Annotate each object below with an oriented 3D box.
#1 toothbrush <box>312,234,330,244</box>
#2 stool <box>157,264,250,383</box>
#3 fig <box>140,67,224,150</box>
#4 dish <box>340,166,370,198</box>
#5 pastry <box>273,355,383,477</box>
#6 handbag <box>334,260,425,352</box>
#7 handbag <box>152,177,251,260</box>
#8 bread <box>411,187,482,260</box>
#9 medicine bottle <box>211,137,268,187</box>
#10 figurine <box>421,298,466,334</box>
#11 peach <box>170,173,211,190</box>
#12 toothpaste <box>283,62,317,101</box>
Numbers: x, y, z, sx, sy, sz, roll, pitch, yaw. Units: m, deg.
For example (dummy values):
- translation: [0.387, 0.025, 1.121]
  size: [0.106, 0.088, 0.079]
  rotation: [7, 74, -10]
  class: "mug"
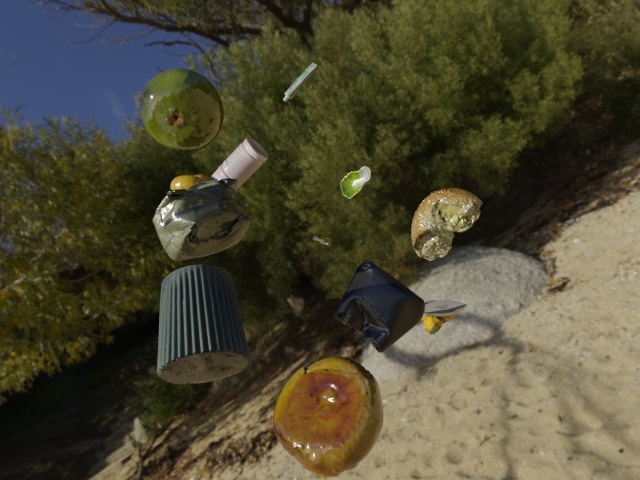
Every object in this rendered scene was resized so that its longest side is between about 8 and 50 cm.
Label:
- translation: [0.000, 0.000, 1.927]
  size: [0.022, 0.026, 0.263]
  rotation: [-66, -16, 0]
  class: "toothbrush"
- translation: [-0.408, 0.281, 1.507]
  size: [0.298, 0.329, 0.297]
  rotation: [-11, -32, -7]
  class: "stool"
- translation: [-0.504, -0.486, 1.627]
  size: [0.316, 0.316, 0.316]
  rotation: [-32, -9, -5]
  class: "fig"
- translation: [0.139, -0.213, 1.610]
  size: [0.137, 0.091, 0.039]
  rotation: [-37, -31, 27]
  class: "dish"
- translation: [0.023, 0.503, 1.286]
  size: [0.356, 0.163, 0.356]
  rotation: [-17, 35, 13]
  class: "pastry"
- translation: [0.239, 0.289, 1.856]
  size: [0.288, 0.342, 0.152]
  rotation: [-49, -15, -15]
  class: "handbag"
- translation: [-0.425, -0.086, 1.634]
  size: [0.341, 0.247, 0.240]
  rotation: [-16, -10, -33]
  class: "handbag"
- translation: [0.437, -0.092, 1.598]
  size: [0.171, 0.191, 0.314]
  rotation: [16, -41, -17]
  class: "bread"
- translation: [-0.362, -0.329, 1.970]
  size: [0.250, 0.133, 0.133]
  rotation: [-43, -11, 17]
  class: "medicine bottle"
- translation: [0.602, 0.386, 2.171]
  size: [0.250, 0.140, 0.166]
  rotation: [-6, 11, -5]
  class: "figurine"
- translation: [-0.568, -0.240, 1.947]
  size: [0.179, 0.103, 0.179]
  rotation: [-6, 11, 1]
  class: "peach"
- translation: [-0.096, -0.726, 2.022]
  size: [0.218, 0.064, 0.041]
  rotation: [-48, -53, 8]
  class: "toothpaste"
